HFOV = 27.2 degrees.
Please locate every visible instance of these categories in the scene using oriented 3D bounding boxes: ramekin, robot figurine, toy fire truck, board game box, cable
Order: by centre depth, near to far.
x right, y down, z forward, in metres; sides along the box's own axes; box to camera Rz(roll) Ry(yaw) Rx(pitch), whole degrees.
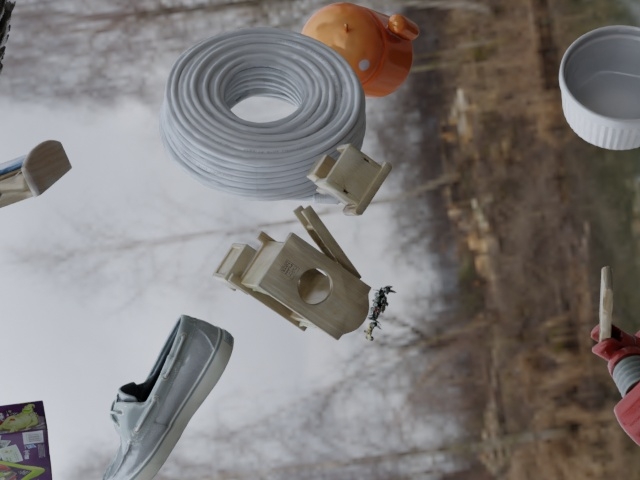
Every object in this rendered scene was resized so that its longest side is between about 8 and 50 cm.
[{"bbox_3d":[-0.071,-0.158,1.634,0.089,0.257,0.257,96,166,-50],"label":"cable"},{"bbox_3d":[-0.466,0.323,1.773,0.346,0.208,0.056,104,152,-55],"label":"board game box"},{"bbox_3d":[0.438,0.172,1.798,0.246,0.158,0.217,30,-155,-23],"label":"toy fire truck"},{"bbox_3d":[0.049,-0.266,1.867,0.219,0.158,0.128,0,-75,-63],"label":"robot figurine"},{"bbox_3d":[0.501,-0.248,2.213,0.109,0.207,0.207,82,-177,-57],"label":"ramekin"}]

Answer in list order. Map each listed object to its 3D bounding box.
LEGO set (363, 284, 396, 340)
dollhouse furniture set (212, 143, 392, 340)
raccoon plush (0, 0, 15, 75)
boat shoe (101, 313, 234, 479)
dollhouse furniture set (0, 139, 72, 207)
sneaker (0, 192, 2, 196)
[{"bbox_3d":[0.059,0.073,1.418,0.083,0.023,0.054,-31,-45,-70],"label":"LEGO set"},{"bbox_3d":[0.000,0.000,1.262,0.161,0.101,0.182,-57,15,-8],"label":"dollhouse furniture set"},{"bbox_3d":[-0.481,-0.132,1.183,0.216,0.299,0.446,124,167,-71],"label":"raccoon plush"},{"bbox_3d":[-0.183,0.177,1.421,0.227,0.081,0.079,-56,17,7],"label":"boat shoe"},{"bbox_3d":[-0.521,-0.171,1.785,0.286,0.198,0.303,-67,-44,-69],"label":"dollhouse furniture set"},{"bbox_3d":[-0.477,-0.129,1.510,0.281,0.115,0.105,59,159,-17],"label":"sneaker"}]
